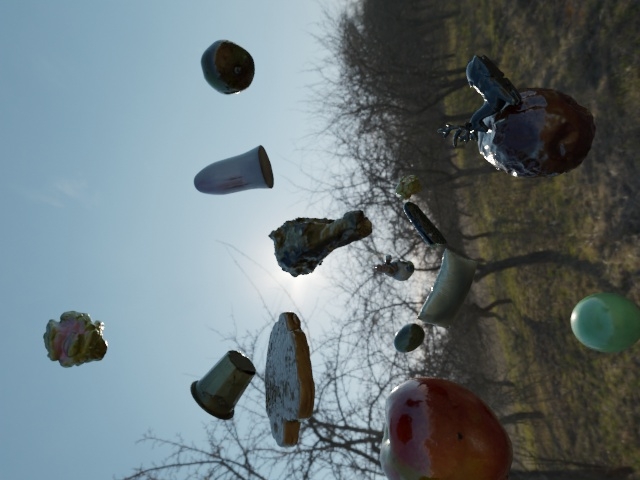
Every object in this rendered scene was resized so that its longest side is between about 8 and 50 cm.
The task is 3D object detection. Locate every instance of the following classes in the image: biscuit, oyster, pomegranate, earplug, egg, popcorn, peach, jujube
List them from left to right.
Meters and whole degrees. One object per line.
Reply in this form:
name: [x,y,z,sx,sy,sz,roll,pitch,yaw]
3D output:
popcorn: [-0.586,0.235,0.979,0.126,0.145,0.125,46,-122,-56]
pomegranate: [-0.290,-0.521,1.246,0.159,0.205,0.159,-12,-72,-40]
earplug: [-0.350,-0.250,1.588,0.172,0.302,0.172,-12,-90,-82]
biscuit: [-0.088,0.376,1.106,0.351,0.057,0.311,-129,49,-63]
oyster: [0.003,0.007,1.276,0.133,0.337,0.197,-92,-22,-58]
popcorn: [0.367,-0.220,1.711,0.109,0.097,0.089,-37,-70,-20]
peach: [0.367,0.600,1.220,0.388,0.389,0.387,-9,-90,-72]
jujube: [0.631,-0.322,1.237,0.377,0.277,0.276,-72,-31,-76]
egg: [1.082,0.313,1.557,0.269,0.221,0.220,61,-154,-63]

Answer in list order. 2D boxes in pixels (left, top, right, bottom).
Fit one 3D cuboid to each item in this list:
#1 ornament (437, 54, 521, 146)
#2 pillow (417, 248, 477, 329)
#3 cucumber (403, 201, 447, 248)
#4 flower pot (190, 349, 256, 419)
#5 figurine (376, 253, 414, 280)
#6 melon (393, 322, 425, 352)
ornament: [0.441,-0.398,1.218,0.080,0.236,0.202,-15,-114,-36]
pillow: [0.408,0.157,1.314,0.253,0.144,0.078,-66,20,-1]
cucumber: [0.435,-0.067,1.740,0.241,0.074,0.074,53,-163,7]
flower pot: [-0.367,0.559,1.613,0.212,0.202,0.212,40,-176,-3]
figurine: [0.301,0.108,1.631,0.197,0.147,0.093,23,-104,-44]
melon: [0.407,0.443,1.874,0.114,0.167,0.114,36,-161,-15]
